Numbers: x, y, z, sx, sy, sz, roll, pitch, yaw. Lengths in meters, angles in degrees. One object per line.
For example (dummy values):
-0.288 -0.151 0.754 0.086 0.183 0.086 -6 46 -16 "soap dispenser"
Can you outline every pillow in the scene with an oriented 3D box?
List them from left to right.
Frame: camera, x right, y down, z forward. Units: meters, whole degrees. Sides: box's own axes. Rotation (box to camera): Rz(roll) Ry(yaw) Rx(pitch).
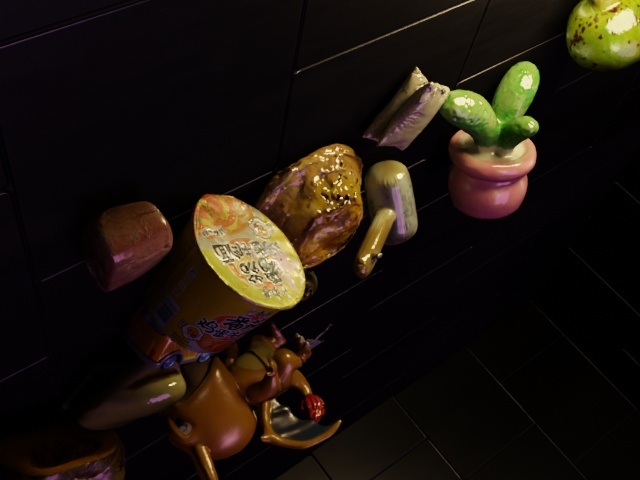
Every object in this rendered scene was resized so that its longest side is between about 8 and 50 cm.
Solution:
0.184 -0.261 1.660 0.181 0.078 0.134 -49 156 20 "pillow"

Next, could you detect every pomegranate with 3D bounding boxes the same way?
0.666 -0.505 1.837 0.211 0.211 0.263 -38 134 -8 "pomegranate"

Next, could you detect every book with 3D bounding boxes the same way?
-0.483 0.314 1.726 0.135 0.017 0.103 -49 154 20 "book"

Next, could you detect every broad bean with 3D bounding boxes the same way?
-0.403 0.337 1.687 0.263 0.121 0.189 -38 163 23 "broad bean"

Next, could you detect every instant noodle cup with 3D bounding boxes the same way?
-0.186 0.076 1.485 0.200 0.264 0.264 -44 158 28 "instant noodle cup"

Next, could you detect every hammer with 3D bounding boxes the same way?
0.130 -0.028 1.759 0.305 0.113 0.202 -61 143 -48 "hammer"

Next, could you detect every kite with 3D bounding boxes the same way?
-0.019 0.309 2.456 0.156 0.011 0.139 -45 159 10 "kite"

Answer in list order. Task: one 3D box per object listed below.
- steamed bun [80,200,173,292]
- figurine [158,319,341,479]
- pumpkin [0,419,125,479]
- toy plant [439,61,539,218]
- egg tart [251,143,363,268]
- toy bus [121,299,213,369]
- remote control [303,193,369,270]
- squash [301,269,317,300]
-0.322 0.004 1.324 0.145 0.106 0.175 -33 170 -31 "steamed bun"
-0.183 0.387 1.926 0.387 0.401 0.268 -37 138 -23 "figurine"
-0.572 0.480 1.676 0.317 0.222 0.139 -10 115 -52 "pumpkin"
0.399 -0.223 1.913 0.317 0.210 0.356 -26 140 -28 "toy plant"
-0.021 -0.044 1.673 0.341 0.129 0.341 -32 156 -16 "egg tart"
-0.289 0.172 1.647 0.209 0.126 0.136 -1 126 -57 "toy bus"
0.000 0.000 1.892 0.309 0.038 0.090 -41 157 2 "remote control"
-0.048 0.113 1.977 0.090 0.075 0.200 -20 178 -2 "squash"
